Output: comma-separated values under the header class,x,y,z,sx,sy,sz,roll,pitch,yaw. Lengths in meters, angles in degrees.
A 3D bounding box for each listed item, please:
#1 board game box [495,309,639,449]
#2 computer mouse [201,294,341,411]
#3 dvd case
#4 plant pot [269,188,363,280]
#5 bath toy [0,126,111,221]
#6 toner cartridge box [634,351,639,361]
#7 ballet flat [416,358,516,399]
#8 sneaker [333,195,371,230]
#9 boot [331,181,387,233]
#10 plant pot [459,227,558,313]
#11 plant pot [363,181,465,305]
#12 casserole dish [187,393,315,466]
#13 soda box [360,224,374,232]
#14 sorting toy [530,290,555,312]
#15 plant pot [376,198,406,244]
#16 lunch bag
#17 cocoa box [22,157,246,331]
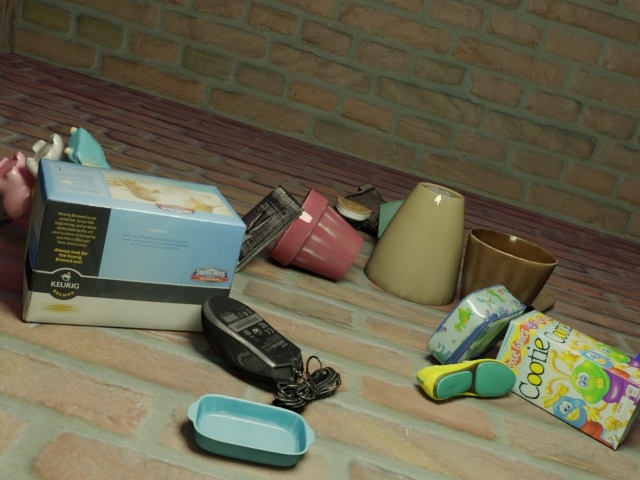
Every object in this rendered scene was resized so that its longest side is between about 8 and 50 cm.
class,x,y,z,sx,sy,sz,roll,pitch,yaw
board game box,0.513,0.274,1.407,0.275,0.144,0.142,28,20,33
computer mouse,-0.111,0.200,1.191,0.272,0.072,0.188,38,22,21
dvd case,-0.149,-0.033,1.666,0.018,0.221,0.164,50,-3,-33
plant pot,0.000,0.000,1.725,0.180,0.201,0.201,31,16,-5
bath toy,-0.589,-0.105,1.409,0.348,0.129,0.151,-15,48,22
toner cartridge box,0.823,0.333,1.636,0.165,0.075,0.347,28,20,29
ballet flat,0.281,0.265,1.347,0.230,0.077,0.077,2,8,-35
sneaker,0.062,-0.033,1.883,0.099,0.153,0.282,21,6,-4
boot,0.162,-0.057,2.161,0.263,0.091,0.229,-36,72,-29
plant pot,0.426,0.117,1.666,0.215,0.231,0.215,15,16,-5
plant pot,0.277,-0.006,1.835,0.256,0.274,0.256,15,18,-5
casserole dish,-0.103,0.277,0.996,0.188,0.037,0.114,15,17,-9
soda box,0.204,-0.049,2.264,0.168,0.060,0.053,16,16,-1
sorting toy,0.572,0.153,2.014,0.196,0.047,0.347,31,22,28
plant pot,0.287,-0.035,2.059,0.234,0.166,0.166,5,-15,3
lunch bag,0.329,0.186,1.462,0.090,0.176,0.219,48,28,23
cocoa box,-0.348,0.010,1.267,0.347,0.228,0.231,8,19,-28
